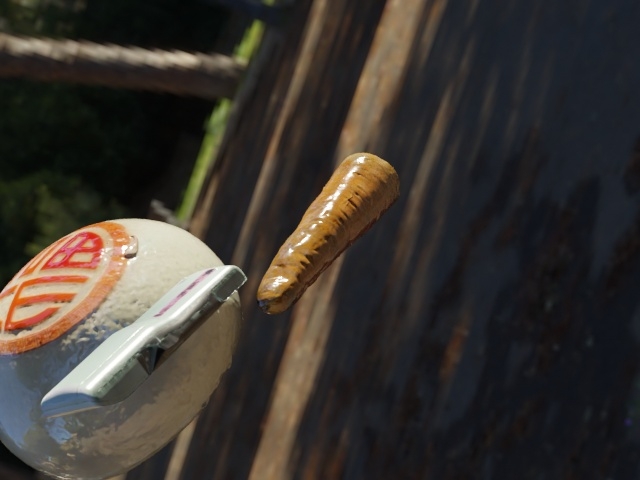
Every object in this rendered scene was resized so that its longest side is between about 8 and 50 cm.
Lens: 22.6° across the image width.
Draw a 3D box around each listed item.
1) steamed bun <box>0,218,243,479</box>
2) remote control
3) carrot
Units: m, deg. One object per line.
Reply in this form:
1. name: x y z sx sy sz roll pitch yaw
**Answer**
1. steamed bun: -0.223 0.090 1.588 0.283 0.177 0.283 -27 32 18
2. remote control: -0.118 0.066 1.086 0.065 0.029 0.166 -18 20 44
3. carrot: 0.000 0.000 1.376 0.209 0.061 0.061 -50 -12 -47
